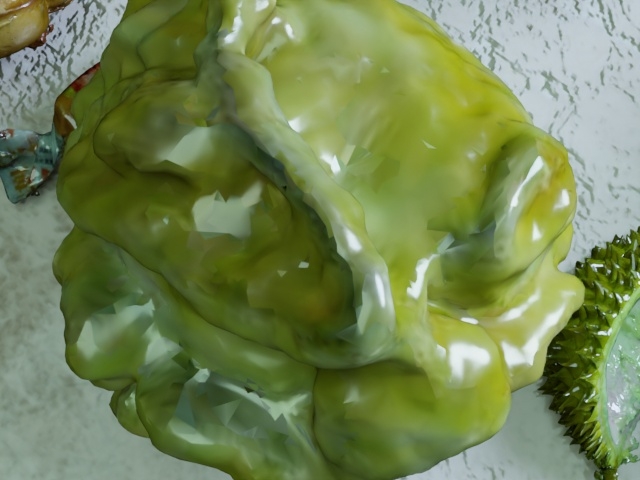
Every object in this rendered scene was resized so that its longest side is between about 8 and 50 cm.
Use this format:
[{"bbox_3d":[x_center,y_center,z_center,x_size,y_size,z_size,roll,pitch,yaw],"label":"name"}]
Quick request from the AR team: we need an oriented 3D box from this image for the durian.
[{"bbox_3d":[0.191,0.065,0.799,0.100,0.086,0.215,33,83,-5],"label":"durian"}]

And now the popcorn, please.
[{"bbox_3d":[-0.011,0.001,0.714,0.312,0.312,0.312,-1,81,5],"label":"popcorn"}]

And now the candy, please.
[{"bbox_3d":[-0.145,-0.092,0.866,0.182,0.046,0.053,-36,81,-4],"label":"candy"}]

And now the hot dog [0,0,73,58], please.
[{"bbox_3d":[-0.275,-0.150,0.869,0.249,0.076,0.102,-8,52,10],"label":"hot dog"}]
